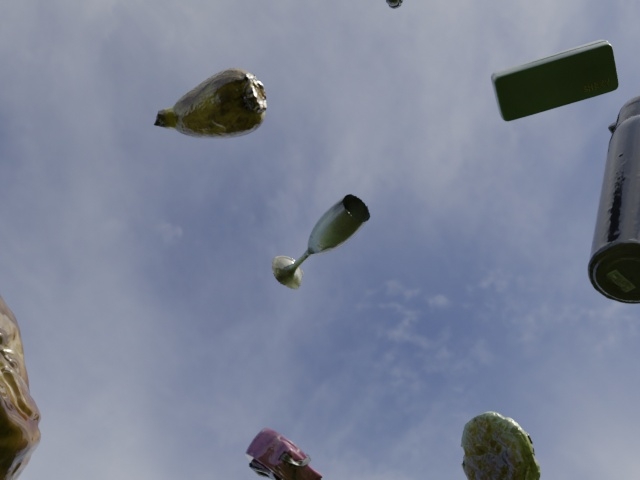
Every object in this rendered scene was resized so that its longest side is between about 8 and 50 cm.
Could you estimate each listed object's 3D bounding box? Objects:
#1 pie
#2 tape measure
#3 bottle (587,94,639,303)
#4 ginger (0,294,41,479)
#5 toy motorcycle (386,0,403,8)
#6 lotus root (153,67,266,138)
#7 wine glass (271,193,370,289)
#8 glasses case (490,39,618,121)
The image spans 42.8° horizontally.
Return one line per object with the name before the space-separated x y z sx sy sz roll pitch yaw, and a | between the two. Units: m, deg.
pie | 0.154 0.189 0.705 0.020 0.084 0.084 -10 -56 -41
tape measure | -0.068 0.383 1.411 0.074 0.125 0.118 -53 -52 -23
bottle | 0.305 -0.051 0.772 0.082 0.244 0.072 -27 -63 41
ginger | -0.402 0.168 0.825 0.223 0.269 0.200 -34 -39 -7
toy motorcycle | 0.082 -0.412 0.962 0.089 0.171 0.298 -2 -91 19
lotus root | -0.176 -0.214 1.324 0.190 0.094 0.108 -11 -85 21
wine glass | 0.000 0.000 1.265 0.066 0.066 0.198 19 -43 -28
glasses case | 0.364 -0.248 1.272 0.184 0.039 0.078 -16 -67 8
